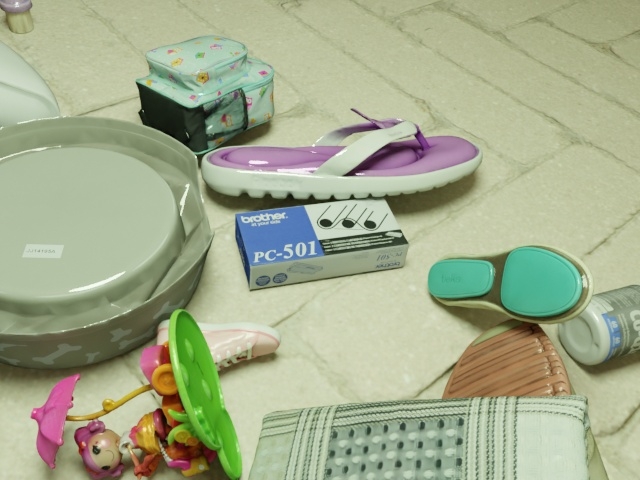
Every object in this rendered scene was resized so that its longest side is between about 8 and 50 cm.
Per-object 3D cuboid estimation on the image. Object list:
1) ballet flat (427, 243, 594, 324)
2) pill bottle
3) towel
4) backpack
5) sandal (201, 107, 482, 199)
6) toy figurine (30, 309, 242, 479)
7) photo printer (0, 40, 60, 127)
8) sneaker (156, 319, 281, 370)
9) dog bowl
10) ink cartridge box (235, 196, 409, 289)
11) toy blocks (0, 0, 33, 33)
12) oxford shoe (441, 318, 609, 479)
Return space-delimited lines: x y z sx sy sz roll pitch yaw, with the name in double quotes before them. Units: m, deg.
"ballet flat" 0.221 0.048 0.694 0.086 0.086 0.248 -18 10 -24
"pill bottle" 0.363 0.096 0.739 0.137 0.078 0.078 -11 48 -18
"towel" 0.038 0.253 0.447 0.312 0.056 0.324 -10 39 27
"backpack" -0.163 -0.228 0.934 0.166 0.144 0.188 27 37 36
"sandal" 0.043 -0.130 0.869 0.416 0.102 0.169 -7 28 -14
"toy figurine" -0.175 0.168 0.568 0.159 0.173 0.130 -19 20 0
"photo printer" -0.517 -0.234 0.823 0.256 0.107 0.307 40 15 31
"sneaker" -0.110 0.125 0.660 0.134 0.051 0.070 4 51 -6
"dog bowl" -0.293 -0.005 0.722 0.348 0.102 0.349 4 45 -4
"ink cartridge box" 0.000 0.000 0.801 0.207 0.046 0.097 -7 46 -15
"toy blocks" -0.669 -0.499 1.041 0.309 0.260 0.288 -30 56 -32
"oxford shoe" 0.201 0.235 0.569 0.146 0.140 0.397 46 31 -21
